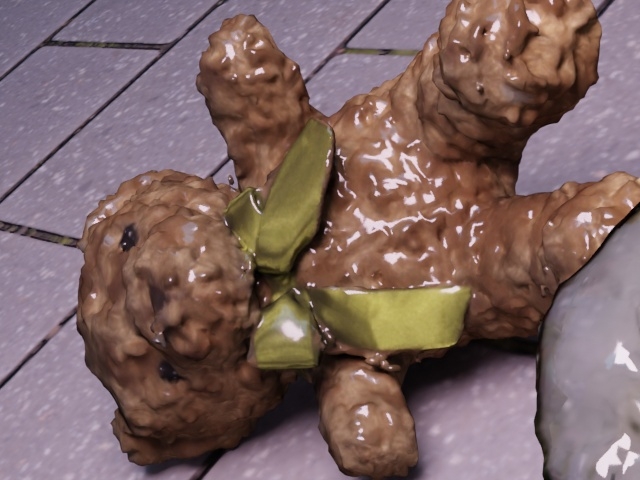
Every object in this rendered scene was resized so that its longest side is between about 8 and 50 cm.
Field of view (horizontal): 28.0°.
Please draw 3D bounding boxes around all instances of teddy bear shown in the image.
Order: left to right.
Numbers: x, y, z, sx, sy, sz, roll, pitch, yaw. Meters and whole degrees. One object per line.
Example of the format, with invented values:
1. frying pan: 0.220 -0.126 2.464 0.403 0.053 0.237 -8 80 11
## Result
1. teddy bear: 0.002 -0.001 0.629 0.222 0.246 0.296 -21 -2 -22

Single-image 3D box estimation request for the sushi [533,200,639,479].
1. sushi: 0.225 0.091 0.369 0.350 0.171 0.211 18 72 47
